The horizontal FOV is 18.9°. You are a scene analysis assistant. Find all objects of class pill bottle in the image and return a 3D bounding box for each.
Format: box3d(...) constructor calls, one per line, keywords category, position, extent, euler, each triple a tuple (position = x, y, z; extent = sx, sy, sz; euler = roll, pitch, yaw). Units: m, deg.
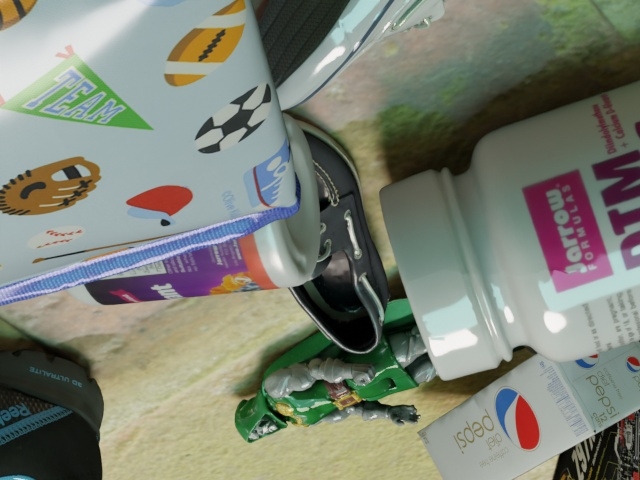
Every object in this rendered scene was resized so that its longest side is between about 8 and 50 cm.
box3d(category="pill bottle", position=(0.192, -0.015, 1.236), extent=(0.283, 0.160, 0.160), euler=(-19, 139, 6))
box3d(category="pill bottle", position=(-0.105, -0.016, 1.178), extent=(0.193, 0.108, 0.108), euler=(-6, 141, 16))

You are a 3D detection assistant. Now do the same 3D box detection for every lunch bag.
box3d(category="lunch bag", position=(-0.233, -0.104, 0.930), extent=(0.385, 0.239, 0.328), euler=(-19, 155, -1))

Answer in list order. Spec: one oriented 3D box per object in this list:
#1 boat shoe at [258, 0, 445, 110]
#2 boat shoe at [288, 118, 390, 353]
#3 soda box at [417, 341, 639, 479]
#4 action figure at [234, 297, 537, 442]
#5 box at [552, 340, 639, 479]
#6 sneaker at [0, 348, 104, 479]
box3d(category="boat shoe", position=(0.044, -0.150, 1.102), extent=(0.076, 0.083, 0.226), euler=(20, 128, -32))
box3d(category="boat shoe", position=(0.000, 0.000, 1.273), extent=(0.075, 0.065, 0.206), euler=(-18, 138, 9))
box3d(category="soda box", position=(0.155, 0.125, 1.384), extent=(0.074, 0.069, 0.216), euler=(-24, 171, -29))
box3d(category="action figure", position=(0.041, 0.094, 1.400), extent=(0.232, 0.063, 0.137), euler=(-23, 141, 16))
box3d(category="box", position=(0.262, 0.202, 1.428), extent=(0.079, 0.257, 0.322), euler=(-5, 138, -10))
box3d(category="sneaker", position=(-0.298, 0.127, 1.280), extent=(0.341, 0.140, 0.125), euler=(12, 136, -24))
